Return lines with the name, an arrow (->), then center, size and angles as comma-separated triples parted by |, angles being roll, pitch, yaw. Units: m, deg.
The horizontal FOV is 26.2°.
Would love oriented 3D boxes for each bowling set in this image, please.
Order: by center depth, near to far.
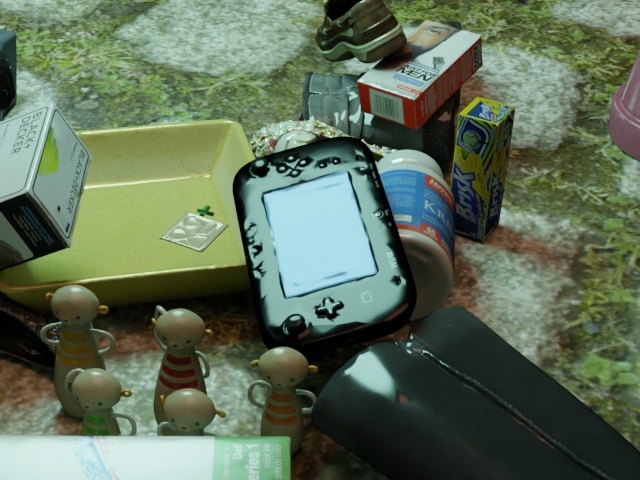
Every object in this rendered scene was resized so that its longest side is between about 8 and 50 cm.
bowling set -> -0.155, 0.167, 1.309 | 0.287, 0.154, 0.200 | 8, 34, 8

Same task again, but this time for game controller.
game controller -> 0.000, 0.000, 1.491 | 0.166, 0.067, 0.319 | -22, 42, 7

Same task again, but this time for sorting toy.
sorting toy -> -0.137, -0.015, 1.566 | 0.062, 0.012, 0.083 | 14, 39, 24

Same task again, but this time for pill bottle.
pill bottle -> 0.098, -0.015, 1.627 | 0.124, 0.124, 0.221 | 5, 35, 3

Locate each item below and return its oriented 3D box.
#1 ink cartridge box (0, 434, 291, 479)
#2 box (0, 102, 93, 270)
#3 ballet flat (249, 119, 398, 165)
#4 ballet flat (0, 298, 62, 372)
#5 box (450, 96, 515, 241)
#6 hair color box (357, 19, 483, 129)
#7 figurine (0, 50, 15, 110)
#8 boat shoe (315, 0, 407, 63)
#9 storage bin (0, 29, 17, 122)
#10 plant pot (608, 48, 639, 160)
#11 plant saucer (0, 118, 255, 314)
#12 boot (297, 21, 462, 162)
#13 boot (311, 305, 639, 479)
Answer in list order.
ink cartridge box -> -0.163, 0.267, 1.117 | 0.278, 0.201, 0.117 | 1, 33, -2
box -> -0.408, -0.032, 1.526 | 0.290, 0.087, 0.169 | -17, 38, 17
ballet flat -> 0.014, -0.107, 1.782 | 0.241, 0.091, 0.077 | 12, 1, 14
ballet flat -> -0.335, 0.099, 1.478 | 0.173, 0.057, 0.049 | 15, 13, 14
box -> 0.197, -0.087, 1.701 | 0.054, 0.169, 0.059 | 18, 36, 23
hair color box -> 0.135, -0.224, 1.834 | 0.093, 0.053, 0.167 | 21, 47, 30
figurine -> -0.512, -0.173, 1.628 | 0.215, 0.092, 0.209 | 17, 38, 27
boat shoe -> 0.045, -0.307, 1.902 | 0.095, 0.095, 0.257 | -33, 17, -12
storage bin -> -0.471, -0.233, 1.912 | 0.098, 0.135, 0.091 | 9, 23, 9
plant pot -> 0.513, -0.220, 1.915 | 0.201, 0.180, 0.201 | 1, 34, -1
plant saucer -> -0.228, -0.023, 1.653 | 0.332, 0.081, 0.333 | -6, 36, -14
boot -> 0.086, -0.224, 1.954 | 0.222, 0.118, 0.338 | 3, 29, 9
boot -> 0.147, 0.246, 1.217 | 0.367, 0.146, 0.445 | -13, 40, -39
